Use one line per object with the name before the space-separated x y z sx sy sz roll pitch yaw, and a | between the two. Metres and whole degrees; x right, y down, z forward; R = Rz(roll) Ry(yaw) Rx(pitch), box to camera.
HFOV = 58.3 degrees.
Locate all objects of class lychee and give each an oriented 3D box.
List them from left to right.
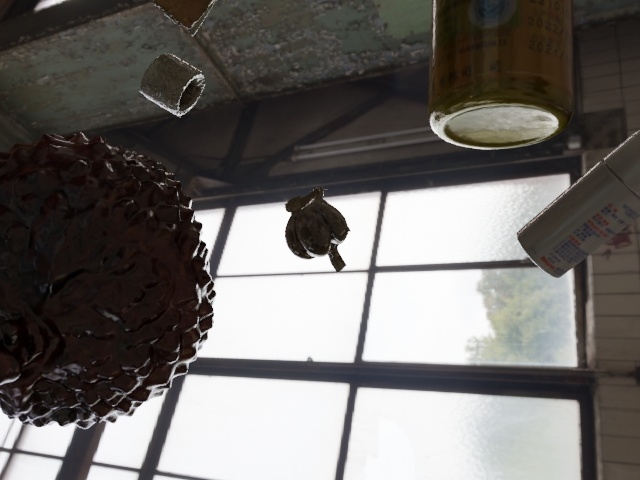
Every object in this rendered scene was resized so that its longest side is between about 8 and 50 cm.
lychee | -0.353 0.065 0.825 0.500 0.424 0.425 -94 -13 -63

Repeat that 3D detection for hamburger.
hamburger | -0.205 -0.462 0.934 0.155 0.207 0.135 39 -161 -36

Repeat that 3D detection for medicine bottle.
medicine bottle | 0.293 -0.363 0.936 0.224 0.224 0.385 23 -110 -61
medicine bottle | 0.556 -0.078 1.123 0.130 0.341 0.130 31 -149 -21

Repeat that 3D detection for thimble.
thimble | -0.296 -0.313 1.149 0.102 0.090 0.115 -60 -1 9

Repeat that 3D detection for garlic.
garlic | 0.000 0.000 1.183 0.127 0.131 0.194 -107 -4 -56
